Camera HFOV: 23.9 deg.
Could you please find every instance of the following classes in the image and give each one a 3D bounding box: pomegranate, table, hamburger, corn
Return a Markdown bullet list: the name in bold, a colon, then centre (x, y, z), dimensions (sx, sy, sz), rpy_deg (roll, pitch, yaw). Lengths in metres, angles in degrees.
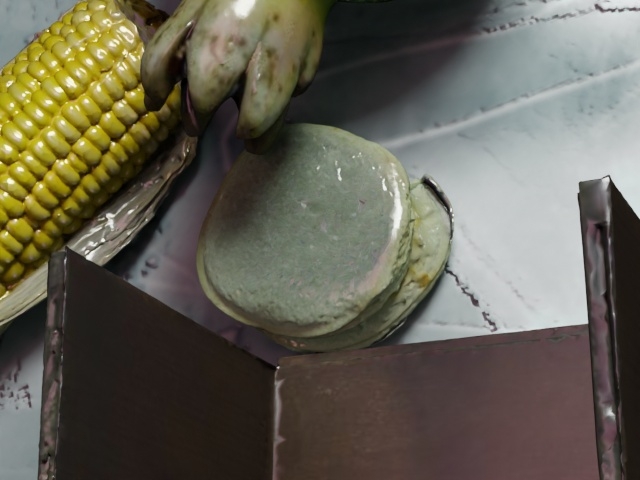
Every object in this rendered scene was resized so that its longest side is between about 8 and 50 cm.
- **pomegranate**: centre (-0.024, -0.212, 0.865), dimensions (0.306, 0.242, 0.242), rpy_deg (-48, 59, -1)
- **table**: centre (0.050, 0.111, 0.680), dimensions (0.251, 0.282, 0.196), rpy_deg (-7, 69, 23)
- **hamburger**: centre (0.000, 0.000, 0.874), dimensions (0.140, 0.062, 0.133), rpy_deg (15, 74, 31)
- **corn**: centre (-0.196, -0.030, 0.952), dimensions (0.305, 0.122, 0.123), rpy_deg (-44, 32, 1)
